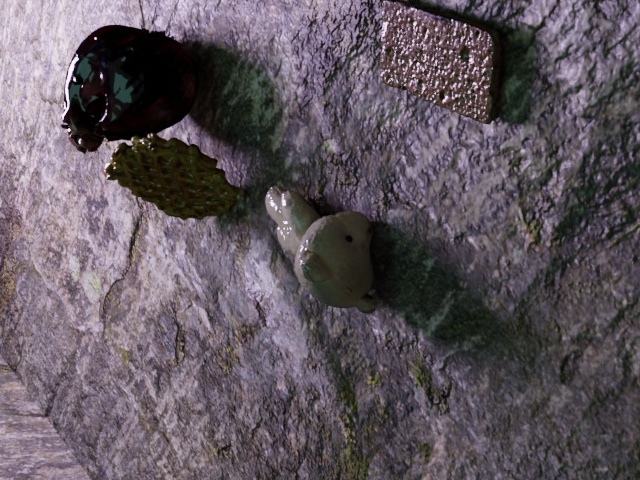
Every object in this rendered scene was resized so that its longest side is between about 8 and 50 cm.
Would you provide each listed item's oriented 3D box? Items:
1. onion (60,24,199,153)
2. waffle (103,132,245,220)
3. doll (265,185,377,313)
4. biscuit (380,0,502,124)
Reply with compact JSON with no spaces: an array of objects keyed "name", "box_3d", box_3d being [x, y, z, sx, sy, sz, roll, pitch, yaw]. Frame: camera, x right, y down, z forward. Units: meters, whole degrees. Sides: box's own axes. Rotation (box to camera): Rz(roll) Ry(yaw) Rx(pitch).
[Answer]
[{"name":"onion","box_3d":[-0.339,-0.288,2.099,0.281,0.281,0.221,30,159,48]},{"name":"waffle","box_3d":[-0.275,-0.113,2.104,0.254,0.245,0.052,-24,43,52]},{"name":"doll","box_3d":[-0.001,-0.004,1.821,0.149,0.175,0.278,-56,38,6]},{"name":"biscuit","box_3d":[0.159,-0.244,1.523,0.231,0.025,0.131,32,131,46]}]
